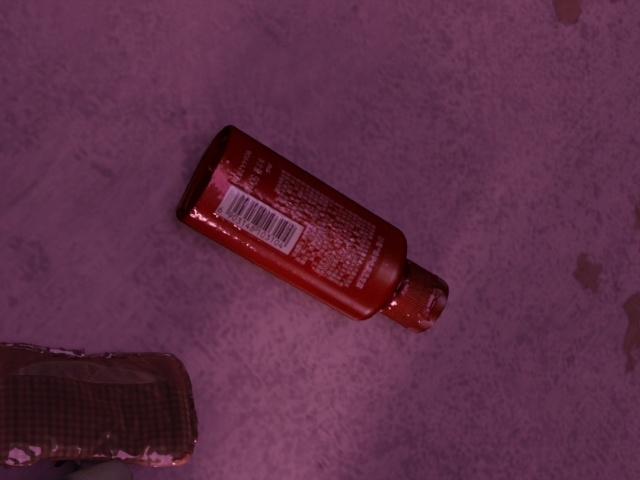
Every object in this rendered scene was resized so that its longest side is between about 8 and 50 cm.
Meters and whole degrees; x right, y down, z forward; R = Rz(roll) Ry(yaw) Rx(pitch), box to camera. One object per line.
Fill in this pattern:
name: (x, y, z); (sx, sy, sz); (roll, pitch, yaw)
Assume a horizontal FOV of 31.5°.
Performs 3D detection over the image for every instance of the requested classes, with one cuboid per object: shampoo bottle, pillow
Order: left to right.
pillow: (-0.222, 0.160, 1.107); (0.211, 0.034, 0.135); (4, 49, -26)
shampoo bottle: (-0.001, 0.000, 1.234); (0.314, 0.076, 0.118); (30, 71, -22)

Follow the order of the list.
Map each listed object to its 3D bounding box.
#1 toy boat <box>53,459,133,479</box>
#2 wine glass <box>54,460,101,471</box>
toy boat: (-0.290, 0.342, 1.030); (0.330, 0.123, 0.215); (-42, 132, -26)
wine glass: (-0.222, 0.228, 1.121); (0.083, 0.042, 0.039); (42, 67, -25)
